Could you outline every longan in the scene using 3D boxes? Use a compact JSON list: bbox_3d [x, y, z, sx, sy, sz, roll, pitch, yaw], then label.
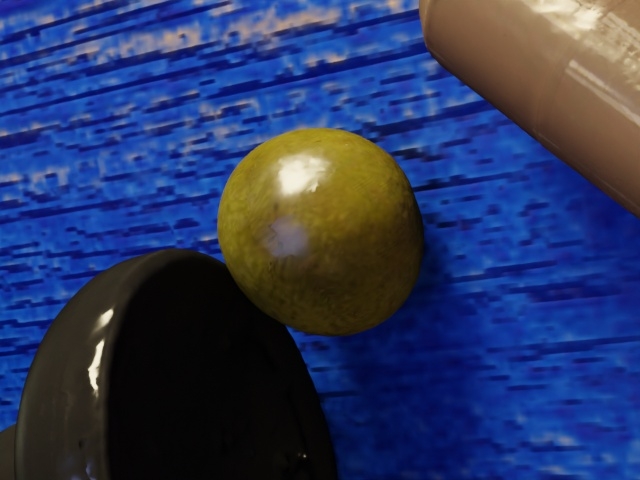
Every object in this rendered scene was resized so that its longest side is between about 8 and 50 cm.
[{"bbox_3d":[0.000,0.000,0.641,0.075,0.075,0.083,51,161,22],"label":"longan"}]

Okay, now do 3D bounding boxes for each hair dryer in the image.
[{"bbox_3d":[-0.143,0.188,0.649,0.320,0.156,0.284,-23,65,22],"label":"hair dryer"},{"bbox_3d":[0.112,-0.102,0.535,0.117,0.064,0.182,42,114,29],"label":"hair dryer"}]
